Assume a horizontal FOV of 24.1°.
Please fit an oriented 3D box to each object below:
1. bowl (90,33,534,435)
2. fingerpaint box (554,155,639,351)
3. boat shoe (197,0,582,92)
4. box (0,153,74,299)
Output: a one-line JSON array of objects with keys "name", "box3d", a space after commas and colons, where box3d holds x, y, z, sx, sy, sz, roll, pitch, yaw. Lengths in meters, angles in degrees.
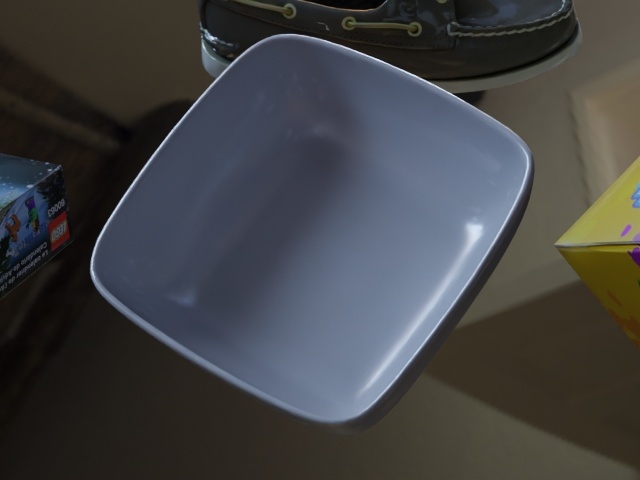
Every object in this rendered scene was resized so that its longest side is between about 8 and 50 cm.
[{"name": "bowl", "box3d": [0.000, 0.000, 0.584, 0.142, 0.142, 0.053, -54, -25, -15]}, {"name": "fingerpaint box", "box3d": [0.443, -0.009, 1.032, 0.445, 0.163, 0.371, -45, -76, -16]}, {"name": "boat shoe", "box3d": [0.054, -0.180, 1.178, 0.109, 0.305, 0.091, -87, -5, -49]}, {"name": "box", "box3d": [-0.259, -0.002, 0.711, 0.159, 0.233, 0.044, -45, -41, -50]}]
